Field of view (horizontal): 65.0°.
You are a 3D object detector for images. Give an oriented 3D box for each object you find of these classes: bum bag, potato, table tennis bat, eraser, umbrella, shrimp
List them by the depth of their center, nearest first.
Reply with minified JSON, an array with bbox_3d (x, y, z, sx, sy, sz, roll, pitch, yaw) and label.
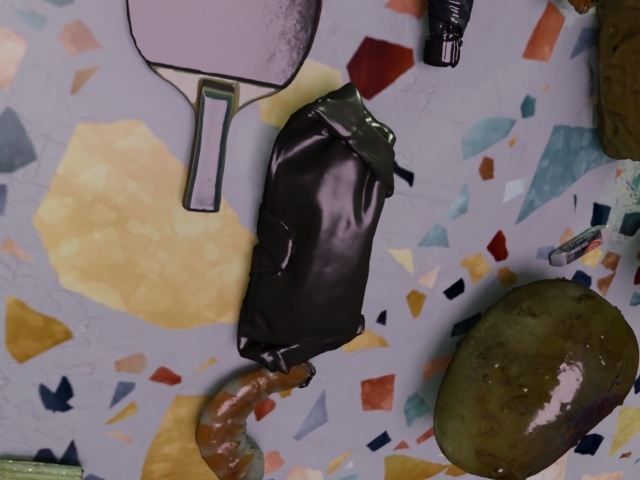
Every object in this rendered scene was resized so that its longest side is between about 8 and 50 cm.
[{"bbox_3d":[-0.086,-0.170,0.451,0.173,0.022,0.301,3,109,-25],"label":"table tennis bat"},{"bbox_3d":[0.127,-0.279,0.471,0.080,0.071,0.224,6,117,5],"label":"umbrella"},{"bbox_3d":[0.000,0.000,0.533,0.142,0.079,0.326,7,112,-18],"label":"bum bag"},{"bbox_3d":[-0.068,0.222,0.619,0.166,0.049,0.161,-30,119,-17],"label":"shrimp"},{"bbox_3d":[0.281,0.186,0.673,0.307,0.173,0.210,-49,124,-1],"label":"potato"},{"bbox_3d":[0.377,0.008,0.726,0.099,0.019,0.027,-29,120,-11],"label":"eraser"}]

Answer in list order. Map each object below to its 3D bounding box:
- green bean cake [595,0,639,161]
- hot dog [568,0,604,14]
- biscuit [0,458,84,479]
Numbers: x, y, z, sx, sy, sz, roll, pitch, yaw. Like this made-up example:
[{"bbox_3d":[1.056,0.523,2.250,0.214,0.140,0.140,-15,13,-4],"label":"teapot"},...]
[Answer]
[{"bbox_3d":[0.420,-0.179,0.548,0.131,0.224,0.229,-23,117,-9],"label":"green bean cake"},{"bbox_3d":[0.265,-0.357,0.495,0.104,0.076,0.250,-30,126,-31],"label":"hot dog"},{"bbox_3d":[-0.368,0.343,0.534,0.150,0.052,0.252,22,102,-28],"label":"biscuit"}]
